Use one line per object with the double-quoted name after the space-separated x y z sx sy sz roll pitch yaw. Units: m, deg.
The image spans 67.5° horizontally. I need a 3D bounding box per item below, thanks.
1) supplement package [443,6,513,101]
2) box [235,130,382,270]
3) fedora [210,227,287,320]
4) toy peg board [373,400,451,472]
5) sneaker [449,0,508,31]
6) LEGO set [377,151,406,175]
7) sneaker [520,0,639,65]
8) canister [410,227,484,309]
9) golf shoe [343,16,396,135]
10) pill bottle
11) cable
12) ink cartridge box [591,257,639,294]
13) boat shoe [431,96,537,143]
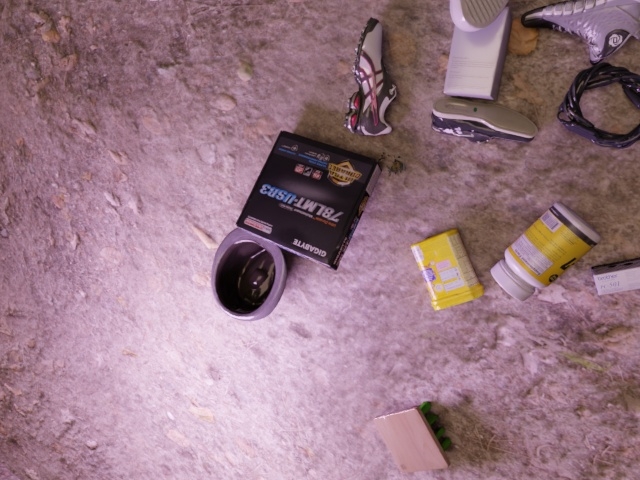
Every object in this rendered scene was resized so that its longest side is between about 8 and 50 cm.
0.345 -0.405 1.048 0.105 0.105 0.179 14 105 26 "supplement package"
-0.033 -0.110 1.248 0.296 0.073 0.293 23 83 22 "box"
-0.187 0.096 1.385 0.244 0.124 0.275 25 101 21 "fedora"
0.252 0.511 1.266 0.161 0.079 0.161 -35 81 43 "toy peg board"
0.312 -0.577 0.995 0.150 0.135 0.365 -14 60 66 "sneaker"
0.185 -0.193 1.214 0.054 0.023 0.083 -45 64 23 "LEGO set"
0.525 -0.419 0.971 0.229 0.086 0.132 8 120 39 "sneaker"
0.305 0.069 1.161 0.126 0.073 0.169 -23 86 28 "canister"
0.134 -0.394 1.175 0.120 0.105 0.272 10 109 9 "golf shoe"
0.481 0.028 1.038 0.119 0.119 0.208 46 115 14 "pill bottle"
0.594 -0.272 0.978 0.185 0.047 0.150 28 102 11 "cable"
0.665 0.059 0.962 0.207 0.097 0.046 -15 91 27 "ink cartridge box"
0.367 -0.261 1.089 0.233 0.084 0.079 17 143 17 "boat shoe"
